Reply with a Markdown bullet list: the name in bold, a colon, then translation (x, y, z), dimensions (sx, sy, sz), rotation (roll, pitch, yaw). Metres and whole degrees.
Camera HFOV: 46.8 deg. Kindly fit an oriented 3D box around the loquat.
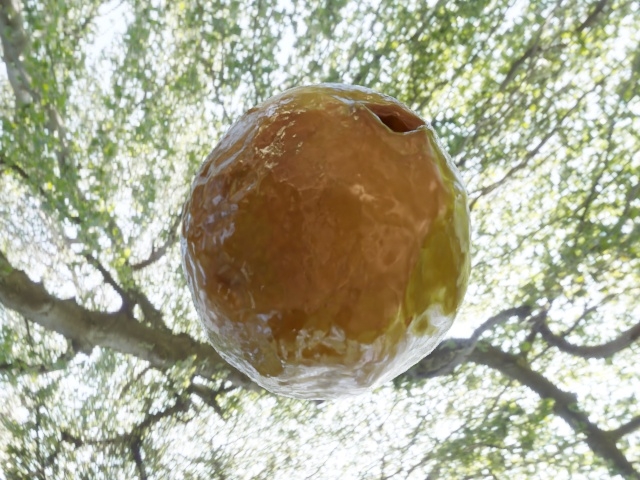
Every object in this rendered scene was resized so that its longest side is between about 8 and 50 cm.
- **loquat**: translation (0.000, 0.000, 0.539), dimensions (0.193, 0.238, 0.238), rotation (-20, -107, -39)
